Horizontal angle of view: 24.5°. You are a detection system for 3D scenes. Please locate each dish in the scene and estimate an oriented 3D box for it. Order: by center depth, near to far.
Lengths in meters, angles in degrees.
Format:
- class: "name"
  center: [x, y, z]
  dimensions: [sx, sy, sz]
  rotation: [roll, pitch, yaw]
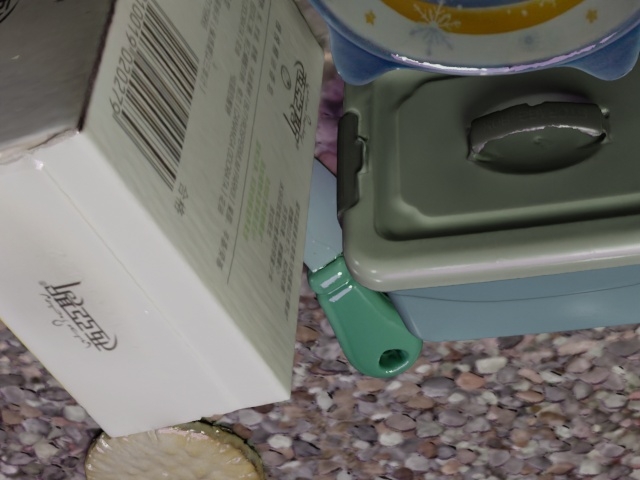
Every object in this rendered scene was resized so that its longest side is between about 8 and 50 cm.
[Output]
- class: "dish"
  center: [0.077, -0.175, 0.731]
  dimensions: [0.236, 0.086, 0.228]
  rotation: [16, 137, -13]

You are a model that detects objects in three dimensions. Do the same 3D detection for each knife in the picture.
- class: "knife"
  center: [0.002, 0.000, 0.963]
  dimensions: [0.063, 0.034, 0.260]
  rotation: [-27, 128, 9]

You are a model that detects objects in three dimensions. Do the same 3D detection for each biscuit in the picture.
- class: "biscuit"
  center: [-0.117, 0.189, 1.182]
  dimensions: [0.152, 0.020, 0.152]
  rotation: [2, 137, 2]

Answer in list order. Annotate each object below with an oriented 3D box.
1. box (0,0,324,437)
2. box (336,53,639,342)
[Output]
- class: "box"
  center: [-0.089, -0.064, 0.735]
  dimensions: [0.111, 0.260, 0.194]
  rotation: [-16, 133, 19]
- class: "box"
  center: [0.128, -0.035, 0.831]
  dimensions: [0.227, 0.162, 0.130]
  rotation: [-7, 146, 13]
